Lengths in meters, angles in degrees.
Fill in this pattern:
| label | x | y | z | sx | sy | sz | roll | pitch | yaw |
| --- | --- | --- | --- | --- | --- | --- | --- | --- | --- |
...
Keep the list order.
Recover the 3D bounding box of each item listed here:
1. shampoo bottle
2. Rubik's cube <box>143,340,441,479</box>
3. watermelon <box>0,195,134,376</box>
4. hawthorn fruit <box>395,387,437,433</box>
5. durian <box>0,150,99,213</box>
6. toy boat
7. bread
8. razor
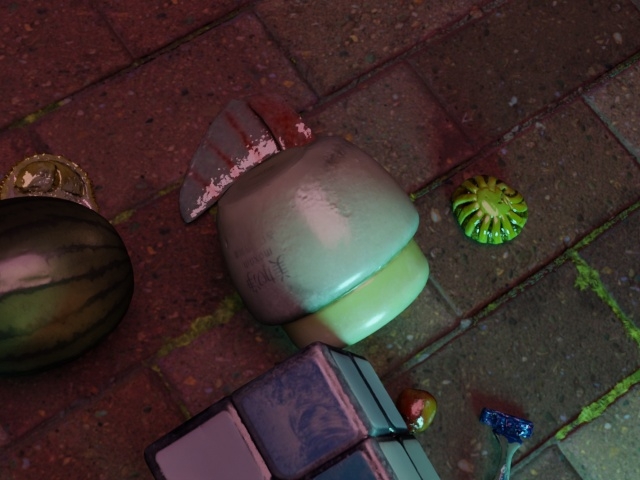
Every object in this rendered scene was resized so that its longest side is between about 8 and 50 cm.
| label | x | y | z | sx | sy | sz | roll | pitch | yaw |
| --- | --- | --- | --- | --- | --- | --- | --- | --- | --- |
| shampoo bottle | 0.000 | 0.000 | 1.817 | 0.322 | 0.322 | 0.317 | -34 | 97 | -20 |
| Rubik's cube | -0.017 | 0.360 | 1.626 | 0.318 | 0.316 | 0.313 | -33 | 74 | 7 |
| watermelon | -0.474 | 0.074 | 1.737 | 0.359 | 0.279 | 0.279 | -15 | 71 | -20 |
| hawthorn fruit | 0.158 | 0.285 | 1.867 | 0.077 | 0.077 | 0.077 | 3 | 67 | -8 |
| durian | -0.450 | -0.066 | 1.909 | 0.208 | 0.102 | 0.146 | 32 | 67 | -20 |
| toy boat | -0.153 | -0.145 | 2.002 | 0.282 | 0.096 | 0.206 | -38 | 71 | -8 |
| bread | 0.311 | -0.060 | 2.037 | 0.130 | 0.071 | 0.139 | -31 | 75 | -15 |
| razor | 0.283 | 0.436 | 1.834 | 0.093 | 0.056 | 0.324 | 19 | 66 | -3 |
